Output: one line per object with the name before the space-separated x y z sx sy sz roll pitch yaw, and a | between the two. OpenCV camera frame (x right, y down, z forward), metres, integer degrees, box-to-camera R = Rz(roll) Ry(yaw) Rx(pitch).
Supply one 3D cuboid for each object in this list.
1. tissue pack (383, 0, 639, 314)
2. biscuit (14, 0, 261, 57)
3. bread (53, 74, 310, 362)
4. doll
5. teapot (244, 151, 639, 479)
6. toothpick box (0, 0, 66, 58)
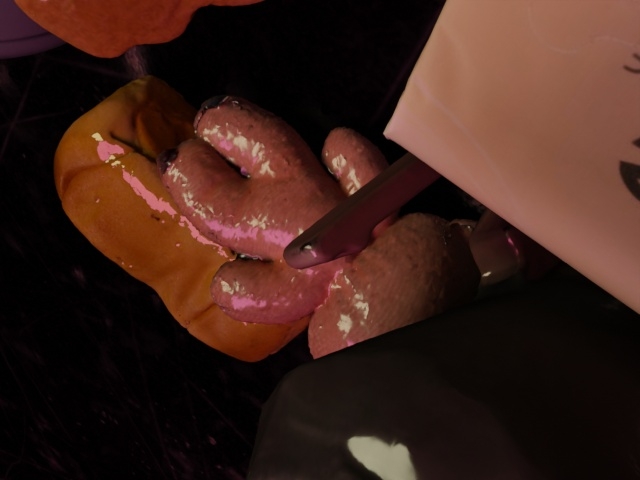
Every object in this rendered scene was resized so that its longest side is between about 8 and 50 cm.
tissue pack | 0.273 -0.080 0.393 0.405 0.205 0.331 37 146 9
biscuit | -0.072 -0.240 0.529 0.202 0.047 0.334 31 124 -32
bread | -0.125 -0.013 0.865 0.294 0.132 0.167 47 137 -7
doll | 0.000 0.000 0.769 0.303 0.201 0.156 40 179 11
teapot | 0.135 0.113 0.574 0.306 0.362 0.376 -19 103 54
toothpick box | -0.253 -0.320 0.580 0.263 0.263 0.354 33 140 12
